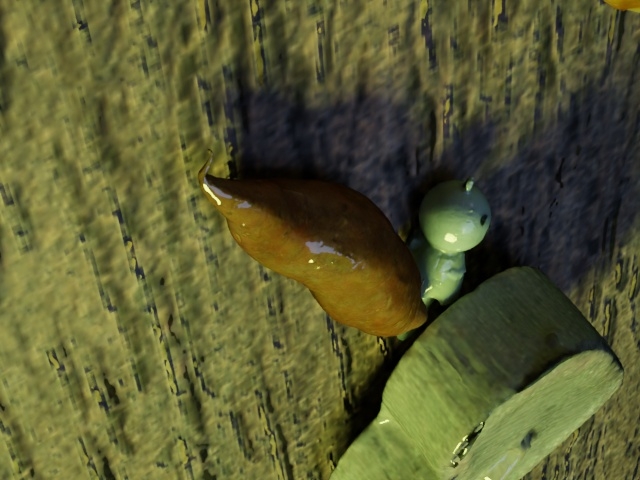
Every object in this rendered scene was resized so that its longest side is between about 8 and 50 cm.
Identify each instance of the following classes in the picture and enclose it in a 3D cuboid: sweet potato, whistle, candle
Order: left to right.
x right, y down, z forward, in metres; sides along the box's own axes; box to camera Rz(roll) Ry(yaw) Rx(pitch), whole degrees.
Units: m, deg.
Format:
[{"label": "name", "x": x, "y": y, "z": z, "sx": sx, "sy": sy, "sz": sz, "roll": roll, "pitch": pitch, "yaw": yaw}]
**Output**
[{"label": "sweet potato", "x": 0.000, "y": 0.000, "z": 0.724, "sx": 0.056, "sy": 0.056, "sz": 0.195, "roll": -48, "pitch": 143, "yaw": 7}, {"label": "whistle", "x": 0.056, "y": 0.008, "z": 0.806, "sx": 0.035, "sy": 0.035, "sz": 0.100, "roll": -14, "pitch": 138, "yaw": -38}, {"label": "candle", "x": 0.093, "y": 0.086, "z": 0.883, "sx": 0.168, "sy": 0.068, "sz": 0.192, "roll": -23, "pitch": 154, "yaw": -40}]

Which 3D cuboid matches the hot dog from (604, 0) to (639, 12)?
[{"label": "hot dog", "x": 0.095, "y": -0.187, "z": 0.528, "sx": 0.153, "sy": 0.150, "sz": 0.256, "roll": -41, "pitch": 148, "yaw": 14}]
